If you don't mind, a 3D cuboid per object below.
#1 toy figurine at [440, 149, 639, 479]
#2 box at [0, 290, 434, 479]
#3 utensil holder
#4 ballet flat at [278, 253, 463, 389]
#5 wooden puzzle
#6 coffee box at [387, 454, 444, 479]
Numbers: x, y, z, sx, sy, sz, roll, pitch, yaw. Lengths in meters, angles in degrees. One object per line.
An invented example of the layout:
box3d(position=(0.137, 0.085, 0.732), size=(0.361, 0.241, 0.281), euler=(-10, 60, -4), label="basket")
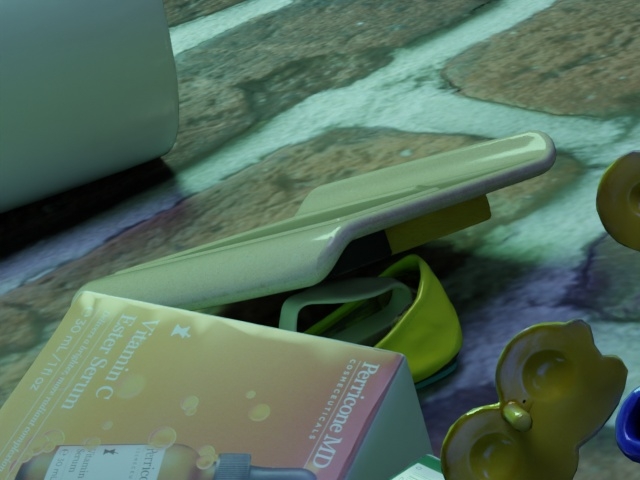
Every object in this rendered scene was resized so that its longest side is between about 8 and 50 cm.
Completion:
box3d(position=(0.156, 0.143, 0.488), size=(0.191, 0.217, 0.362), euler=(33, 93, 40), label="toy figurine")
box3d(position=(-0.054, 0.109, 0.639), size=(0.170, 0.091, 0.130), euler=(8, 48, 26), label="box")
box3d(position=(-0.343, -0.153, 1.141), size=(0.385, 0.327, 0.327), euler=(-19, 25, -18), label="utensil holder")
box3d(position=(-0.022, 0.074, 0.776), size=(0.231, 0.077, 0.077), euler=(-27, 29, -27), label="ballet flat")
box3d(position=(0.000, 0.000, 0.883), size=(0.221, 0.044, 0.239), euler=(-13, 8, 43), label="wooden puzzle")
box3d(position=(-0.007, 0.169, 0.526), size=(0.184, 0.113, 0.040), euler=(-30, 31, -29), label="coffee box")
